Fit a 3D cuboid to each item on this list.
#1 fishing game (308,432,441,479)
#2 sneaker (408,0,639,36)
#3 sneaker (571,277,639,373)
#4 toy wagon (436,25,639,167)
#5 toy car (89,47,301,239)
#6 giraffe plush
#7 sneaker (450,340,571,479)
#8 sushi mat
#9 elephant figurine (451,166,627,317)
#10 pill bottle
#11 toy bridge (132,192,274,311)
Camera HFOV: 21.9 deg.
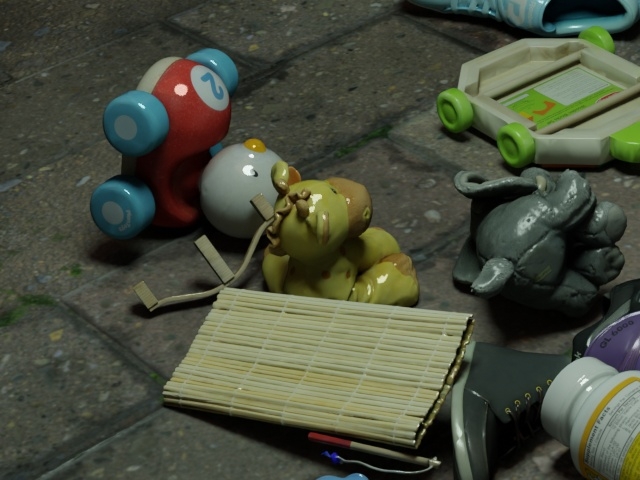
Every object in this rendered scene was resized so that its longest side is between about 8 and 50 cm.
[{"bbox_3d":[0.011,0.288,1.497,0.189,0.041,0.264,9,44,21],"label":"fishing game"},{"bbox_3d":[0.280,-0.357,2.328,0.365,0.135,0.150,2,31,13],"label":"sneaker"},{"bbox_3d":[0.363,0.058,1.727,0.124,0.107,0.283,18,40,36],"label":"sneaker"},{"bbox_3d":[0.327,-0.165,2.097,0.267,0.068,0.344,-25,39,-26],"label":"toy wagon"},{"bbox_3d":[-0.110,-0.089,1.951,0.238,0.210,0.219,21,29,15],"label":"toy car"},{"bbox_3d":[0.000,0.000,1.805,0.181,0.171,0.210,19,41,31],"label":"giraffe plush"},{"bbox_3d":[0.188,0.169,1.605,0.118,0.083,0.222,0,33,8],"label":"sneaker"},{"bbox_3d":[-0.005,0.122,1.669,0.316,0.019,0.151,5,54,35],"label":"sushi mat"},{"bbox_3d":[0.213,-0.013,1.841,0.169,0.186,0.239,-59,34,1],"label":"elephant figurine"},{"bbox_3d":[0.305,0.192,1.524,0.117,0.118,0.208,-27,39,-28],"label":"pill bottle"},{"bbox_3d":[-0.119,0.023,1.871,0.188,0.063,0.026,-36,4,-8],"label":"toy bridge"}]
